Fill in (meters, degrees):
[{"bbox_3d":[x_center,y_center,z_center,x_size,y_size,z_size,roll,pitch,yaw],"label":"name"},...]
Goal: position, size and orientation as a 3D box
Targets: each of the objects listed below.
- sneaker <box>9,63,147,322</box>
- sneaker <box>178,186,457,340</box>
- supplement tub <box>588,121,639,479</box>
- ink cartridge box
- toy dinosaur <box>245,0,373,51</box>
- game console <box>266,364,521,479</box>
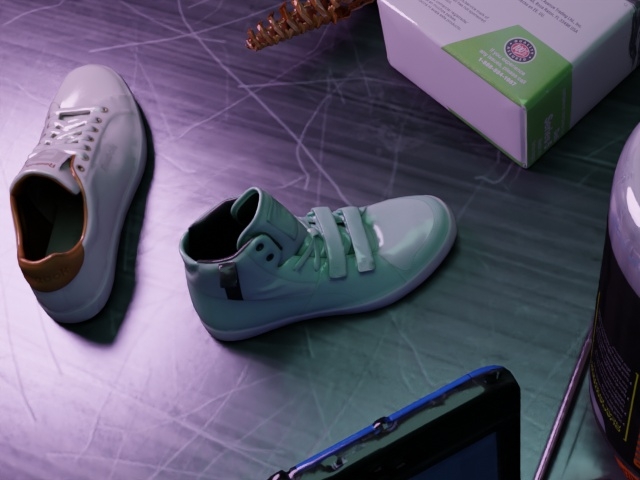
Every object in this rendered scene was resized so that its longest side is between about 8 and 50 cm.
[{"bbox_3d":[-0.238,-0.074,1.163,0.106,0.123,0.290,-7,59,9],"label":"sneaker"},{"bbox_3d":[0.000,0.001,1.059,0.256,0.151,0.094,-21,58,-3],"label":"sneaker"},{"bbox_3d":[0.301,0.061,0.850,0.207,0.338,0.207,-4,54,5],"label":"supplement tub"},{"bbox_3d":[0.224,-0.237,1.170,0.273,0.115,0.198,-41,62,-13],"label":"ink cartridge box"},{"bbox_3d":[0.030,-0.329,1.249,0.218,0.164,0.322,36,50,9],"label":"toy dinosaur"},{"bbox_3d":[0.063,0.255,0.822,0.250,0.293,0.173,-27,61,-6],"label":"game console"}]
